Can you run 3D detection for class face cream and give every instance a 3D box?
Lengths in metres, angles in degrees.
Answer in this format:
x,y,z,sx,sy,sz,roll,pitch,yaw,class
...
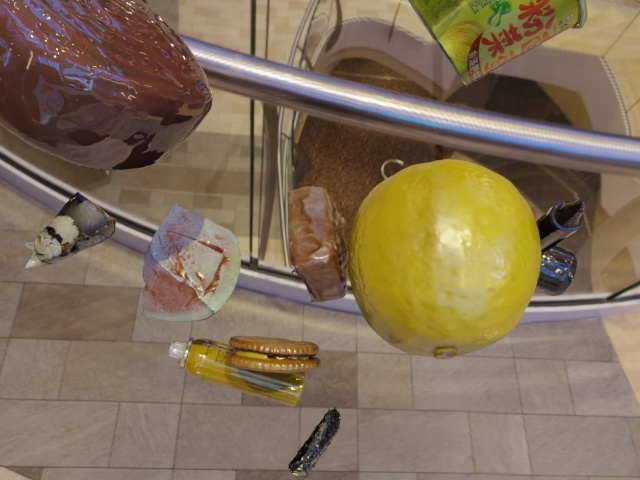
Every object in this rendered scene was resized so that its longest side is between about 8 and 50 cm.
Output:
x,y,z,sx,sy,sz,roll,pitch,yaw,class
-0.217,0.330,1.306,0.348,0.105,0.105,20,63,-9,face cream

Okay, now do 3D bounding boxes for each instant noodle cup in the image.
x,y,z,sx,sy,sz,roll,pitch,yaw,class
0.300,-0.446,0.931,0.221,0.311,0.311,-33,68,21,instant noodle cup

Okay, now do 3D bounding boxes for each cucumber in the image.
x,y,z,sx,sy,sz,roll,pitch,yaw,class
-0.008,0.432,1.088,0.053,0.053,0.181,35,50,9,cucumber

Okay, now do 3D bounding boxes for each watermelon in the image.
x,y,z,sx,sy,sz,roll,pitch,yaw,class
-0.324,0.060,1.137,0.261,0.201,0.213,-15,42,34,watermelon

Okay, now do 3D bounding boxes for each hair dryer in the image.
x,y,z,sx,sy,sz,roll,pitch,yaw,class
0.410,0.005,0.910,0.189,0.352,0.107,23,77,8,hair dryer

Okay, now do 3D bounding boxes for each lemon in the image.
x,y,z,sx,sy,sz,roll,pitch,yaw,class
0.205,0.033,0.868,0.348,0.348,0.348,3,64,-6,lemon

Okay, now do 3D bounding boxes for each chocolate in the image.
x,y,z,sx,sy,sz,roll,pitch,yaw,class
0.000,0.000,0.975,0.093,0.148,0.214,-11,49,11,chocolate

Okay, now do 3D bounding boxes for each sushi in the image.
x,y,z,sx,sy,sz,roll,pitch,yaw,class
-0.731,-0.002,1.490,0.273,0.109,0.134,-44,79,0,sushi

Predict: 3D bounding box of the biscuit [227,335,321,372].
x,y,z,sx,sy,sz,roll,pitch,yaw,class
-0.106,0.258,1.170,0.220,0.220,0.066,6,84,-5,biscuit

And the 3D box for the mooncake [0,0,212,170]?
x,y,z,sx,sy,sz,roll,pitch,yaw,class
-0.315,-0.257,0.732,0.326,0.174,0.334,26,37,-38,mooncake
